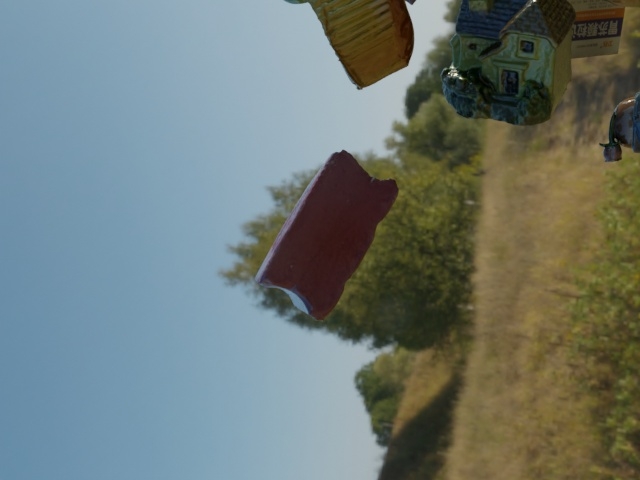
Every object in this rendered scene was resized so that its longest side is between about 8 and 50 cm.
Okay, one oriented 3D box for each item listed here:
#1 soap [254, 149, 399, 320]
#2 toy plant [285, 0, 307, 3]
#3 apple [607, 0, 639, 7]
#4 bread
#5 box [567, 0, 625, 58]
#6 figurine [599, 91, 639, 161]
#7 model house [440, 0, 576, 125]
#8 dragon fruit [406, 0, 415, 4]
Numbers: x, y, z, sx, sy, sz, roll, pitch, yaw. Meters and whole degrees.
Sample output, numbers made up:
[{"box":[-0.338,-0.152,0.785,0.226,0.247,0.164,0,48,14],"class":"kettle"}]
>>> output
[{"box":[0.000,0.000,1.339,0.233,0.128,0.359,-59,3,-5],"class":"soap"},{"box":[0.020,-0.569,1.470,0.316,0.224,0.184,-47,35,7],"class":"toy plant"},{"box":[0.481,-0.488,1.211,0.264,0.264,0.265,8,-90,-79],"class":"apple"},{"box":[0.060,-0.340,1.210,0.250,0.133,0.179,45,-157,-64],"class":"bread"},{"box":[0.483,-0.505,1.558,0.106,0.200,0.300,-132,37,-55],"class":"box"},{"box":[0.518,-0.182,1.297,0.178,0.144,0.114,-69,-36,-73],"class":"figurine"},{"box":[0.304,-0.326,1.355,0.195,0.214,0.189,-48,-35,-41],"class":"model house"},{"box":[0.226,-0.712,1.788,0.317,0.205,0.152,-50,-12,-2],"class":"dragon fruit"}]
